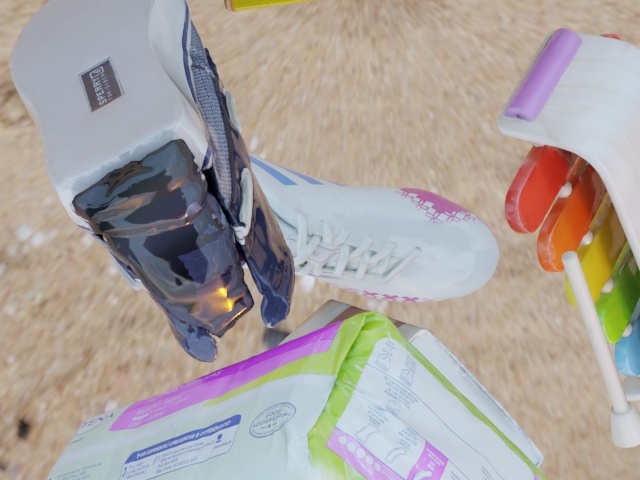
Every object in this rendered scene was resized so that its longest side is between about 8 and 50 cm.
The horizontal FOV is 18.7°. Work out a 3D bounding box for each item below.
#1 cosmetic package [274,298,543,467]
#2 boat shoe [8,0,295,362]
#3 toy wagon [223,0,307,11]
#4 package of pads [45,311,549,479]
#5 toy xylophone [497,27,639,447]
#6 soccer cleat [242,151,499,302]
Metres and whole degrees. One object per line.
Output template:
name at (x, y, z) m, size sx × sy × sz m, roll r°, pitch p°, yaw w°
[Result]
cosmetic package at (0.047, 0.149, 1.586) m, size 0.129 × 0.296 × 0.153 m, roll -44°, pitch 102°, yaw -7°
boat shoe at (-0.106, -0.056, 1.244) m, size 0.127 × 0.340 × 0.158 m, roll -27°, pitch 120°, yaw 7°
toy wagon at (0.076, -0.223, 1.408) m, size 0.267 × 0.344 × 0.068 m, roll -2°, pitch 100°, yaw 40°
package of pads at (0.034, 0.179, 0.953) m, size 0.229 × 0.101 × 0.296 m, roll -23°, pitch 119°, yaw 44°
toy xylophone at (0.225, 0.004, 1.479) m, size 0.081 × 0.236 × 0.323 m, roll 2°, pitch 128°, yaw 36°
soccer cleat at (0.000, 0.000, 1.795) m, size 0.331 × 0.143 × 0.116 m, roll 14°, pitch 110°, yaw 1°
